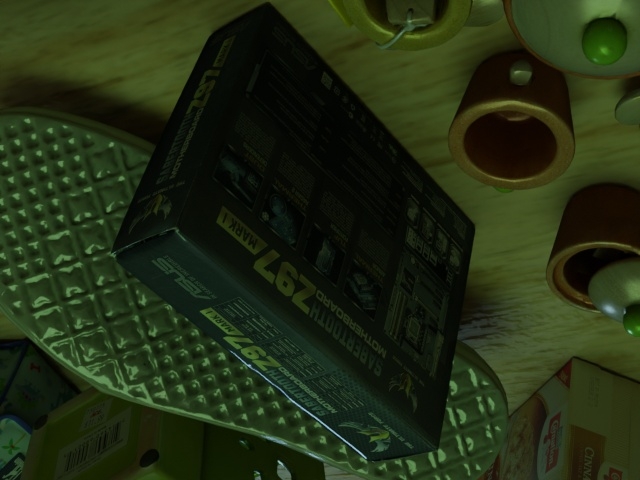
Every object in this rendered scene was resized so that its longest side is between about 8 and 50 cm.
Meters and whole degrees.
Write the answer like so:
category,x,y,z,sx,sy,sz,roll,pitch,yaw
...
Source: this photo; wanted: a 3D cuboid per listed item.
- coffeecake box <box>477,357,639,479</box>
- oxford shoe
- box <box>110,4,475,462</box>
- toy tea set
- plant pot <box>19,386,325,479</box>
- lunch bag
category,x,y,z,sx,sy,sz,roll,pitch,yaw
coffeecake box,0.188,0.208,0.848,0.068,0.142,0.185,22,141,-6
oxford shoe,-0.068,0.050,0.758,0.449,0.130,0.169,28,96,-13
box,0.000,0.000,0.628,0.059,0.183,0.232,-21,130,37
toy tea set,0.147,-0.056,0.553,0.200,0.124,0.336,-17,131,35
plant pot,-0.139,0.238,0.902,0.228,0.227,0.207,-31,119,15
lunch bag,-0.306,0.192,0.997,0.096,0.151,0.129,-5,136,26
